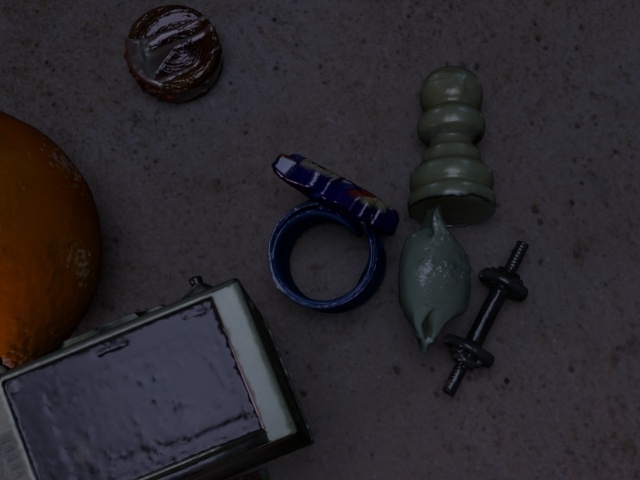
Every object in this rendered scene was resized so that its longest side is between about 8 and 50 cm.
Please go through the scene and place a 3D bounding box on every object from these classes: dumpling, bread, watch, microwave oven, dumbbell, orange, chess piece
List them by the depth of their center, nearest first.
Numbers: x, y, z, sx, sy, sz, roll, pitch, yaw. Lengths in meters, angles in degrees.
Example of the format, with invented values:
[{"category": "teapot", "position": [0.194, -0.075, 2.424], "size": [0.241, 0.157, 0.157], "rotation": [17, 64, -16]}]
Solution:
[{"category": "microwave oven", "position": [-0.243, 0.230, 1.410], "size": [0.394, 0.333, 0.247], "rotation": [-22, 77, -2]}, {"category": "orange", "position": [-0.528, 0.004, 1.504], "size": [0.423, 0.326, 0.424], "rotation": [-1, 72, 4]}, {"category": "dumpling", "position": [0.171, 0.057, 1.506], "size": [0.108, 0.152, 0.219], "rotation": [8, 88, 19]}, {"category": "dumbbell", "position": [0.244, 0.113, 1.525], "size": [0.081, 0.081, 0.254], "rotation": [26, 79, 12]}, {"category": "watch", "position": [0.008, 0.004, 1.549], "size": [0.196, 0.171, 0.200], "rotation": [26, 90, 24]}, {"category": "chess piece", "position": [0.200, -0.155, 1.588], "size": [0.133, 0.133, 0.243], "rotation": [0, 70, 6]}, {"category": "bread", "position": [-0.239, -0.305, 1.695], "size": [0.160, 0.073, 0.161], "rotation": [-1, 77, 3]}]

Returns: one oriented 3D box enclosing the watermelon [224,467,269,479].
[{"category": "watermelon", "position": [-0.110, 0.377, 1.466], "size": [0.121, 0.158, 0.098], "rotation": [-14, 71, -27]}]
